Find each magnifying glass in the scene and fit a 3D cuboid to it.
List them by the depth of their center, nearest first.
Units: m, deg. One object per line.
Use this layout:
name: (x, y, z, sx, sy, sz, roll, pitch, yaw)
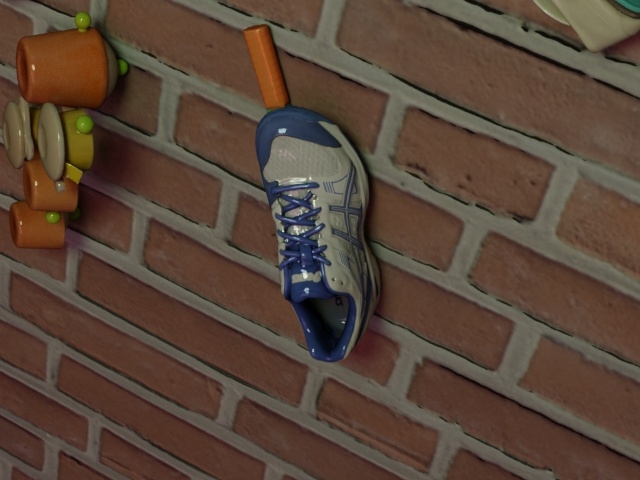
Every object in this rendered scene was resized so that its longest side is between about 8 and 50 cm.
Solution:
magnifying glass: (-0.042, -0.129, 1.137, 0.092, 0.026, 0.231, -2, 116, 29)

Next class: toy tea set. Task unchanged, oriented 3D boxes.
toy tea set: (-0.306, -0.116, 1.238, 0.336, 0.124, 0.200, -46, 57, 57)

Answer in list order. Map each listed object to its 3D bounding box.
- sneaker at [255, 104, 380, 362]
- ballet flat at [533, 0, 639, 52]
sneaker: (0.000, 0.000, 1.103, 0.111, 0.131, 0.297, -9, 121, 20)
ballet flat: (0.188, -0.265, 0.901, 0.248, 0.086, 0.086, 45, 129, -4)
